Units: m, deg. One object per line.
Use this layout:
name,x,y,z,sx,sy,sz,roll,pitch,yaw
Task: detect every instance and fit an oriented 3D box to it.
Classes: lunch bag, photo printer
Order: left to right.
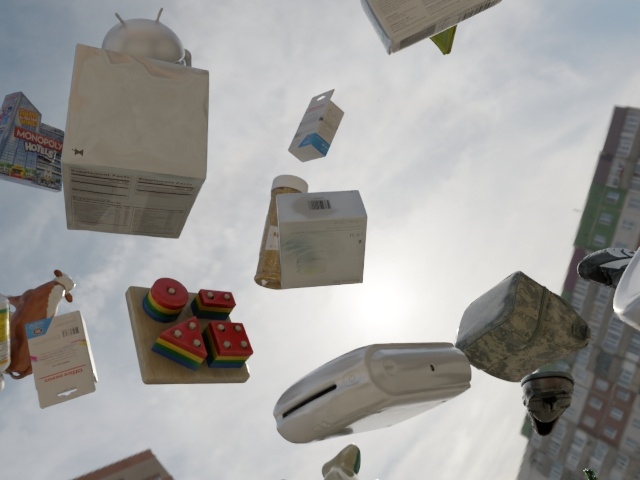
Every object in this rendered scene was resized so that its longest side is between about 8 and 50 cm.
photo printer,0.086,0.268,0.938,0.307,0.107,0.256,9,-38,-44
lunch bag,0.563,0.267,1.505,0.212,0.256,0.305,-57,1,-40

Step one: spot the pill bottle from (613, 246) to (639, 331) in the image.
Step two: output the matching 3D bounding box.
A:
pill bottle,0.449,0.080,0.511,0.153,0.264,0.153,-53,-16,-22

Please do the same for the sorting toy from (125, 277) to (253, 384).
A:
sorting toy,-0.295,0.199,1.234,0.255,0.257,0.089,12,-53,-40

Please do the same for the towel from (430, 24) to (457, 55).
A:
towel,0.188,-0.472,1.042,0.021,0.237,0.102,-27,-27,-11

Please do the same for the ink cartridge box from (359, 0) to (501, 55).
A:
ink cartridge box,0.127,-0.399,0.752,0.181,0.225,0.056,-26,-12,-1

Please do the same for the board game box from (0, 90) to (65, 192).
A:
board game box,-0.658,-0.224,1.206,0.194,0.060,0.194,15,-105,-62

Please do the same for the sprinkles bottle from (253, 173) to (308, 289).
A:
sprinkles bottle,-0.120,-0.027,1.666,0.121,0.121,0.355,35,-124,-47

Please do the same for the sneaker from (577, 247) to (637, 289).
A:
sneaker,0.587,0.068,1.010,0.106,0.234,0.078,-26,-74,-29

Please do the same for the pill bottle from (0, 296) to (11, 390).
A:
pill bottle,-0.769,0.239,1.205,0.117,0.117,0.208,-3,-85,-44

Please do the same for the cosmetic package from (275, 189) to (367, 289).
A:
cosmetic package,0.000,0.000,1.414,0.224,0.138,0.225,-4,-52,-5

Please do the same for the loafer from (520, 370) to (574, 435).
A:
loafer,0.440,0.317,1.024,0.267,0.096,0.084,56,-150,-58

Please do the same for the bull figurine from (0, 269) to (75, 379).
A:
bull figurine,-0.762,0.207,1.378,0.101,0.188,0.310,68,-159,-50

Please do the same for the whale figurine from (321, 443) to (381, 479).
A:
whale figurine,0.060,0.521,0.992,0.141,0.272,0.216,38,-71,-16

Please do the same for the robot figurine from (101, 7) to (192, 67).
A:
robot figurine,-0.448,-0.410,1.375,0.300,0.199,0.353,-41,-33,-45

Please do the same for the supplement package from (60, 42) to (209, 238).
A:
supplement package,-0.308,-0.144,0.882,0.198,0.262,0.199,5,-111,-22

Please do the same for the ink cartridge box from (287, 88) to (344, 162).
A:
ink cartridge box,-0.005,-0.302,1.401,0.060,0.104,0.180,35,-112,-32

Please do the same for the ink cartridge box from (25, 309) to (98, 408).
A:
ink cartridge box,-0.511,0.242,1.058,0.104,0.181,0.061,-15,-29,-21

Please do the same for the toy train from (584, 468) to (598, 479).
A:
toy train,0.511,0.460,0.982,0.017,0.083,0.024,-24,-6,3
